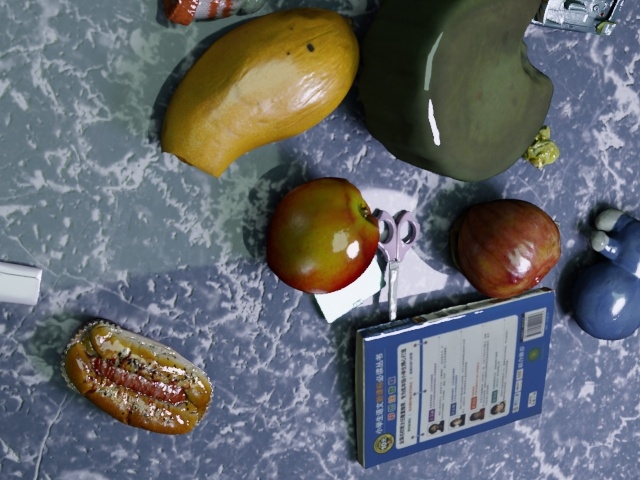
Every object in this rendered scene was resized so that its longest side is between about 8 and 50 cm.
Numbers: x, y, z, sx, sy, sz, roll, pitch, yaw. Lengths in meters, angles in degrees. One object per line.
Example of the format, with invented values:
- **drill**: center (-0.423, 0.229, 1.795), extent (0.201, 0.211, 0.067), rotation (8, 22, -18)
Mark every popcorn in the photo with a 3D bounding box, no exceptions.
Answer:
- **popcorn**: center (0.424, -0.178, 1.396), extent (0.068, 0.059, 0.083), rotation (17, 71, 3)

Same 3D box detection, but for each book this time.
- **book**: center (0.048, 0.077, 1.322), extent (0.135, 0.017, 0.103), rotation (-33, 113, -15)
- **book**: center (0.267, 0.266, 1.426), extent (0.428, 0.039, 0.300), rotation (-10, 115, -21)

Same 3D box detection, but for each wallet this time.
- **wallet**: center (-0.487, 0.062, 1.097), extent (0.122, 0.025, 0.061), rotation (11, 92, -24)

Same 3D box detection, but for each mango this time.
- **mango**: center (-0.094, -0.236, 1.123), extent (0.359, 0.144, 0.187), rotation (-30, 109, -11)

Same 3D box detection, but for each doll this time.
- **doll**: center (0.619, 0.081, 1.499), extent (0.228, 0.154, 0.258), rotation (25, 99, -29)

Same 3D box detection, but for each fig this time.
- **fig**: center (0.332, 0.010, 1.345), extent (0.205, 0.205, 0.205), rotation (-5, 104, -21)

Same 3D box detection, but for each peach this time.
- **peach**: center (0.000, 0.000, 1.203), extent (0.197, 0.197, 0.197), rotation (-5, 104, -21)

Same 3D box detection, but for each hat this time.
- **hat**: center (-0.152, -0.376, 1.097), extent (0.162, 0.094, 0.112), rotation (1, 128, -29)

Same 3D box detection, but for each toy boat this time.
- **toy boat**: center (0.415, -0.436, 1.295), extent (0.296, 0.122, 0.114), rotation (2, 125, -20)

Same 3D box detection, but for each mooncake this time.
- **mooncake**: center (0.220, -0.267, 1.191), extent (0.351, 0.187, 0.351), rotation (-19, 122, -35)

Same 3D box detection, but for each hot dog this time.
- **hot dog**: center (-0.297, 0.228, 1.187), extent (0.268, 0.075, 0.144), rotation (34, 86, -28)

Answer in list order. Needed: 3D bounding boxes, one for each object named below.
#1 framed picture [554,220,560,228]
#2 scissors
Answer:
- **framed picture**: center (0.447, 0.000, 1.474), extent (0.066, 0.006, 0.089), rotation (11, 99, -24)
- **scissors**: center (0.134, 0.050, 1.338), extent (0.110, 0.021, 0.212), rotation (-1, 97, -29)
